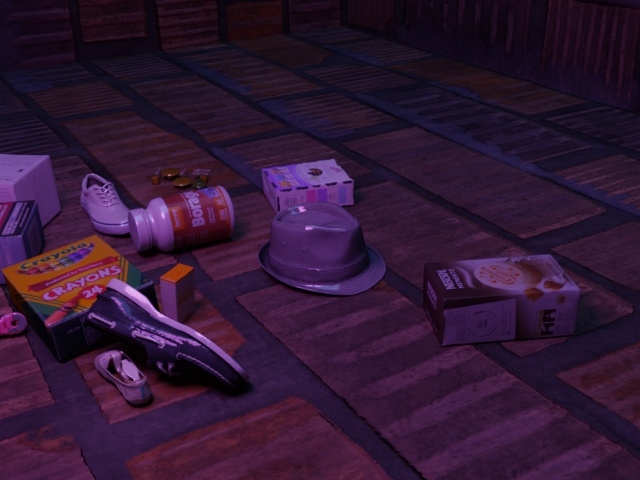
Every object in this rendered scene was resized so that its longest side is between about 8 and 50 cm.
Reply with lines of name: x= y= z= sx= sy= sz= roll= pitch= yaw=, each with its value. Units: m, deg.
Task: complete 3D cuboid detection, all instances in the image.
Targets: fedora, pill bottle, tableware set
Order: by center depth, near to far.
fedora: x=0.000 y=0.000 z=1.615 sx=0.276 sy=0.124 sz=0.244 roll=18 pitch=33 yaw=33
pill bottle: x=-0.306 y=-0.043 z=1.718 sx=0.216 sy=0.121 sz=0.121 roll=-14 pitch=29 yaw=-24
tableware set: x=-0.373 y=-0.162 z=2.074 sx=0.154 sy=0.024 sz=0.104 roll=3 pitch=30 yaw=6

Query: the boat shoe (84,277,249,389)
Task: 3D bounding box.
boat shoe: x=-0.258 y=0.175 z=1.292 sx=0.303 sy=0.114 sz=0.091 roll=27 pitch=68 yaw=22

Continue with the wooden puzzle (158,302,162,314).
wooden puzzle: x=-0.350 y=0.136 z=1.476 sx=0.116 sy=0.014 sz=0.078 roll=-16 pitch=30 yaw=-27

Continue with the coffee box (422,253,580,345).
coffee box: x=0.323 y=0.106 z=1.418 sx=0.247 sy=0.098 sz=0.141 roll=-4 pitch=26 yaw=-7

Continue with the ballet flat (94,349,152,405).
ballet flat: x=-0.324 y=0.210 z=1.282 sx=0.057 sy=0.052 sz=0.168 roll=-22 pitch=33 yaw=-34

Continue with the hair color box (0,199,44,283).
hair color box: x=-0.792 y=0.013 z=1.630 sx=0.375 sy=0.113 sz=0.185 roll=-5 pitch=27 yaw=-7

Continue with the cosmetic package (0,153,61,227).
cosmetic package: x=-0.724 y=-0.100 z=1.812 sx=0.151 sy=0.151 sz=0.183 roll=2 pitch=27 yaw=8

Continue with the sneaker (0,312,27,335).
sneaker: x=-0.598 y=0.157 z=1.423 sx=0.119 sy=0.047 sz=0.057 roll=-7 pitch=8 yaw=-16

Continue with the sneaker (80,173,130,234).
sneaker: x=-0.513 y=-0.088 z=1.848 sx=0.094 sy=0.091 sz=0.258 roll=-20 pitch=32 yaw=-33

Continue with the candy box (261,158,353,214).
candy box: x=-0.033 y=-0.136 z=1.951 sx=0.196 sy=0.070 sz=0.165 roll=-9 pitch=27 yaw=-14

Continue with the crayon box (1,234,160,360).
crayon box: x=-0.470 y=0.089 z=1.483 sx=0.202 sy=0.081 sz=0.319 roll=-25 pitch=33 yaw=-30

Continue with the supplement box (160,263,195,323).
supplement box: x=-0.265 y=0.101 z=1.448 sx=0.036 sy=0.098 sz=0.062 roll=14 pitch=29 yaw=21
